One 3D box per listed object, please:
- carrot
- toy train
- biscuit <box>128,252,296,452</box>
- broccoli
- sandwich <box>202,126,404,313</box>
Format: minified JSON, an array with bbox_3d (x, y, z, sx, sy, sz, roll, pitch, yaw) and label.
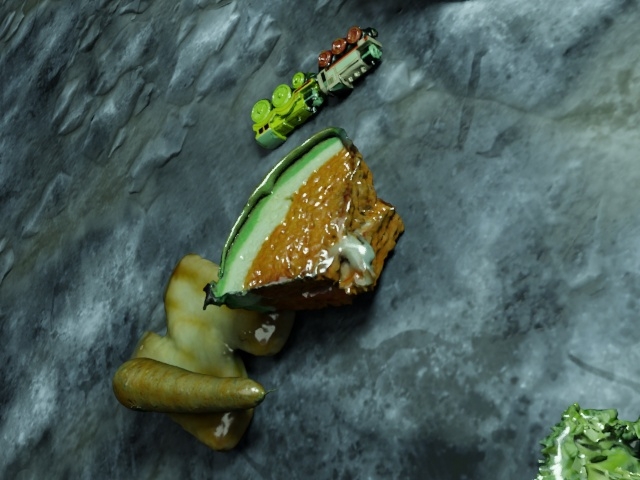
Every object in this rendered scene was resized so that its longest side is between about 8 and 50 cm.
[{"bbox_3d":[-0.166,0.200,1.083,0.298,0.078,0.078,-4,67,39],"label":"carrot"},{"bbox_3d":[-0.005,-0.236,1.251,0.250,0.053,0.085,-34,57,28],"label":"toy train"},{"bbox_3d":[-0.166,0.154,1.196,0.291,0.062,0.236,17,81,48],"label":"biscuit"},{"bbox_3d":[0.269,0.224,0.646,0.198,0.176,0.226,-33,70,14],"label":"broccoli"},{"bbox_3d":[-0.005,-0.010,1.062,0.212,0.109,0.292,4,60,28],"label":"sandwich"}]
